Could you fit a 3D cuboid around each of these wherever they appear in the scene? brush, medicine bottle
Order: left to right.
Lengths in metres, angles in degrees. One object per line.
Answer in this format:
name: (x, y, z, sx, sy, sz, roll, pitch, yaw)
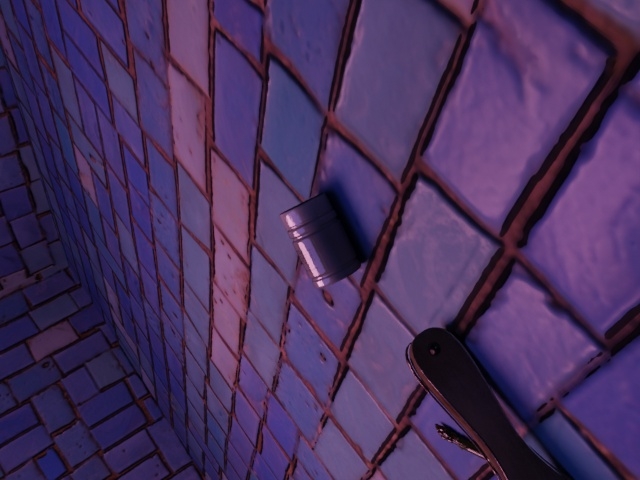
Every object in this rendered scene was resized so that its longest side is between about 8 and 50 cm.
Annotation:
medicine bottle: (0.000, 0.000, 0.719, 0.091, 0.058, 0.058, 64, 154, -5)
brush: (0.187, 0.225, 0.611, 0.327, 0.070, 0.065, 54, 163, 17)

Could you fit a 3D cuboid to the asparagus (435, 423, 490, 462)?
asparagus: (0.161, 0.219, 0.698, 0.114, 0.014, 0.015, 7, 88, 58)
